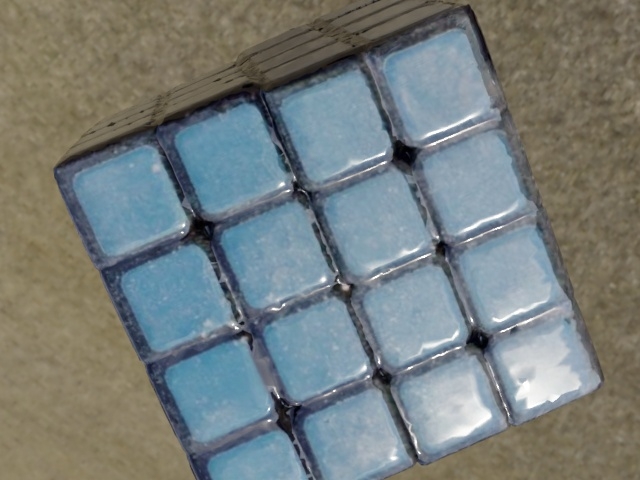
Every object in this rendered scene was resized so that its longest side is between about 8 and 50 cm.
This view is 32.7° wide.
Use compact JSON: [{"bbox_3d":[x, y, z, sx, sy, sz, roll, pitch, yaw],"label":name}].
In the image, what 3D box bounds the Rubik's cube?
[{"bbox_3d":[0.000,0.000,0.973,0.344,0.337,0.344,-119,4,-76],"label":"Rubik's cube"}]
